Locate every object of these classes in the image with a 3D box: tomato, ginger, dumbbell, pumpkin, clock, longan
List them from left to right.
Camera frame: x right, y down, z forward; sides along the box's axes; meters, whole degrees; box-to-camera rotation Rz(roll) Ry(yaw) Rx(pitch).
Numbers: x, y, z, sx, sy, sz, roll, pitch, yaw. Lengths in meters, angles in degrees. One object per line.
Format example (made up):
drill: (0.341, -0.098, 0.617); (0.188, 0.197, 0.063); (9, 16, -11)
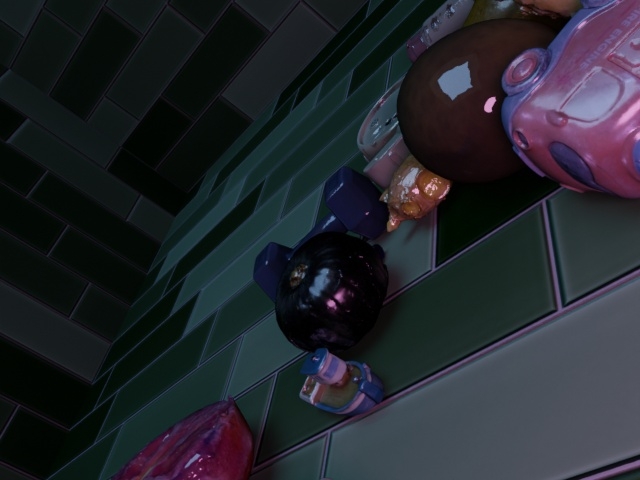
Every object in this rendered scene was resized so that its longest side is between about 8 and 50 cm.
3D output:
tomato: (-0.223, 0.431, 1.162); (0.335, 0.176, 0.289); (-32, 9, 47)
dumbbell: (0.000, 0.000, 1.391); (0.325, 0.160, 0.144); (-45, -10, 24)
pumpkin: (0.017, 0.093, 1.176); (0.233, 0.163, 0.233); (-46, 23, 26)
clock: (0.189, -0.259, 1.440); (0.265, 0.108, 0.324); (-49, 20, 14)
ginger: (0.184, -0.107, 1.215); (0.216, 0.102, 0.157); (-54, 13, 1)
longan: (0.260, -0.222, 1.035); (0.300, 0.243, 0.300); (-22, 26, 12)

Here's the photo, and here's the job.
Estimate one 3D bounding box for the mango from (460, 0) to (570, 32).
mango: (0.369, -0.432, 1.231); (0.329, 0.175, 0.176); (-48, 12, 20)

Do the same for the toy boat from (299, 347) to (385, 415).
toy boat: (0.019, 0.227, 1.045); (0.215, 0.102, 0.088); (-12, 48, 61)

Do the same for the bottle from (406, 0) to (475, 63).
bottle: (0.310, -0.512, 1.583); (0.233, 0.110, 0.110); (-37, 26, 40)

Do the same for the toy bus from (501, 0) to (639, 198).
toy bus: (0.383, -0.176, 0.779); (0.294, 0.197, 0.232); (-47, 32, 14)

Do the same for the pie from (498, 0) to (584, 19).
pie: (0.412, -0.413, 0.987); (0.339, 0.339, 0.083); (-77, -12, -47)

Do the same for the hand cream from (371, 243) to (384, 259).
hand cream: (0.058, 0.059, 1.302); (0.163, 0.062, 0.039); (-34, 58, 31)

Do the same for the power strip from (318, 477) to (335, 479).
power strip: (0.045, 0.348, 0.731); (0.118, 0.046, 0.270); (-32, 21, -35)
